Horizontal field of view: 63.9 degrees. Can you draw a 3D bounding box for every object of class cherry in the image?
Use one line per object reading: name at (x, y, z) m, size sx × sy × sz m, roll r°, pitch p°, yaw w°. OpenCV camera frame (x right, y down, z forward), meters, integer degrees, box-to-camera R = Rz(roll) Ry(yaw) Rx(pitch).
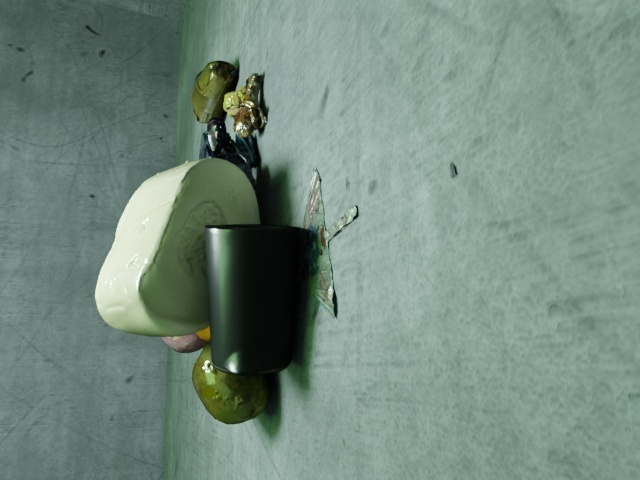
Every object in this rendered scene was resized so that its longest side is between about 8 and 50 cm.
cherry at (-0.461, 0.253, 1.800) m, size 0.307 × 0.221 × 0.261 m, roll -82°, pitch -24°, yaw -71°

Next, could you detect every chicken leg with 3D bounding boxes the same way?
chicken leg at (-0.205, -0.389, 1.513) m, size 0.125 × 0.080 × 0.196 m, roll -41°, pitch 41°, yaw 46°

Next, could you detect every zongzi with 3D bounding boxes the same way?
zongzi at (-0.408, -0.632, 1.954) m, size 0.286 × 0.139 × 0.300 m, roll 131°, pitch 139°, yaw -52°

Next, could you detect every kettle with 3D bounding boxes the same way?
kettle at (-0.160, 0.117, 1.142) m, size 0.262 × 0.203 × 0.307 m, roll -168°, pitch 78°, yaw -66°

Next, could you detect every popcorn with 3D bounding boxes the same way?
popcorn at (-0.253, -0.432, 1.598) m, size 0.109 × 0.097 × 0.089 m, roll -19°, pitch 71°, yaw 51°

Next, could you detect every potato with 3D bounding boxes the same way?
potato at (-0.235, 0.345, 1.304) m, size 0.210 × 0.173 × 0.307 m, roll 58°, pitch 161°, yaw -7°

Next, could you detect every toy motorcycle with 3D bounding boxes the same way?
toy motorcycle at (-0.277, -0.201, 1.557) m, size 0.416 × 0.172 × 0.232 m, roll 55°, pitch 143°, yaw 44°

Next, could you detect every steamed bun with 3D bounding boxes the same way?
steamed bun at (-0.351, 0.032, 1.315) m, size 0.371 × 0.290 × 0.455 m, roll -8°, pitch 57°, yaw 46°

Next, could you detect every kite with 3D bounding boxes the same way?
kite at (0.000, 0.000, 1.025) m, size 0.314 × 0.012 × 0.335 m, roll 132°, pitch 136°, yaw -56°

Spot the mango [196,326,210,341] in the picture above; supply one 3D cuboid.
mango at (-0.327, 0.206, 1.628) m, size 0.156 × 0.151 × 0.248 m, roll 23°, pitch 100°, yaw 29°
